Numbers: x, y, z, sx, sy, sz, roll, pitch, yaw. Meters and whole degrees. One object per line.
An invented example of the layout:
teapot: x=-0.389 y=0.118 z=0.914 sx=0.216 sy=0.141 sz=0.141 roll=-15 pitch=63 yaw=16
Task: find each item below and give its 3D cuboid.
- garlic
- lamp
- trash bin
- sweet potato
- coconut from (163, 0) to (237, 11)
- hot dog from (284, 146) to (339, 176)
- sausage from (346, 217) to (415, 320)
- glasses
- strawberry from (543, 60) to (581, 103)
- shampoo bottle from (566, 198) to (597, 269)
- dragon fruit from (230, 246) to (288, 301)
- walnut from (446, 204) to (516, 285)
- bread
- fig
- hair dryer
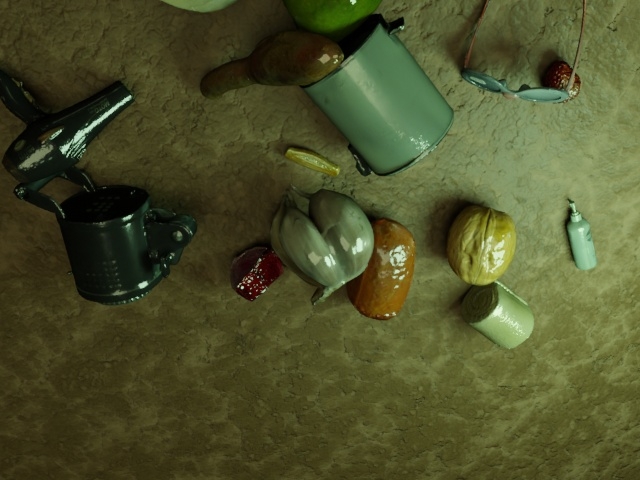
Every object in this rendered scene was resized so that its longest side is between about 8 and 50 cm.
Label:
garlic: x=0.000 y=0.000 z=1.438 sx=0.210 sy=0.237 sz=0.291 roll=-27 pitch=99 yaw=-12
lamp: x=-0.487 y=0.011 z=1.411 sx=0.374 sy=0.205 sz=0.272 roll=17 pitch=118 yaw=-3
trash bin: x=0.120 y=-0.301 z=1.293 sx=0.277 sy=0.217 sz=0.262 roll=-32 pitch=116 yaw=28
sweet potato: x=-0.102 y=-0.353 z=1.230 sx=0.385 sy=0.109 sz=0.109 roll=3 pitch=128 yaw=43
coconut: x=-0.222 y=-0.584 z=1.074 sx=0.353 sy=0.352 sz=0.352 roll=-2 pitch=117 yaw=-4
hot dog: x=-0.016 y=-0.189 z=1.445 sx=0.137 sy=0.028 sz=0.044 roll=20 pitch=140 yaw=-12
sausage: x=0.151 y=0.070 z=1.522 sx=0.141 sy=0.153 sz=0.267 roll=-1 pitch=118 yaw=-16
glasses: x=0.447 y=-0.436 z=1.317 sx=0.234 sy=0.118 sz=0.268 roll=17 pitch=97 yaw=12
strawberry: x=0.543 y=-0.355 z=1.382 sx=0.083 sy=0.083 sz=0.096 roll=-10 pitch=109 yaw=0
shampoo bottle: x=0.665 y=-0.015 z=1.577 sx=0.056 sy=0.056 sz=0.195 roll=-22 pitch=117 yaw=7
dragon fruit: x=-0.170 y=0.075 z=1.543 sx=0.147 sy=0.096 sz=0.102 roll=-45 pitch=127 yaw=-16
walnut: x=0.395 y=0.012 z=1.513 sx=0.165 sy=0.165 sz=0.197 roll=-2 pitch=117 yaw=-4
bread: x=0.464 y=0.192 z=1.614 sx=0.141 sy=0.148 sz=0.134 roll=35 pitch=128 yaw=-19
fig: x=-0.006 y=-0.501 z=1.199 sx=0.233 sy=0.233 sz=0.314 roll=37 pitch=151 yaw=-21
hair dryer: x=-0.606 y=-0.322 z=1.284 sx=0.304 sy=0.120 sz=0.359 roll=-44 pitch=95 yaw=-10
